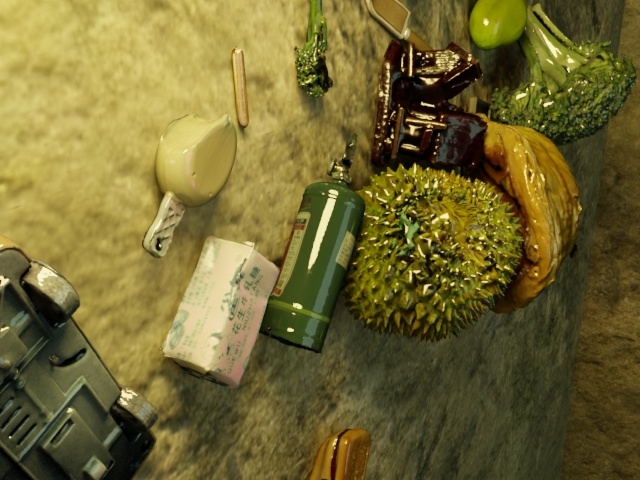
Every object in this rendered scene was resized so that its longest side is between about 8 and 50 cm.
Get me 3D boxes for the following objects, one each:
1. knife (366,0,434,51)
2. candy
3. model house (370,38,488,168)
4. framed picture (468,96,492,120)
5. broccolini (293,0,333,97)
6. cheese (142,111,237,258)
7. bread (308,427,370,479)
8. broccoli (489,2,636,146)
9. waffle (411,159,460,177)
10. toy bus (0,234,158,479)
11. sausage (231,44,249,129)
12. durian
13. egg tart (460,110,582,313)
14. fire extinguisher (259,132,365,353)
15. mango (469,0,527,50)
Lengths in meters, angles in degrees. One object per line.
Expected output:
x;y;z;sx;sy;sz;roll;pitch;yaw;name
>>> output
0.124;-0.340;1.302;0.256;0.022;0.046;18;94;-58;knife
-0.115;0.081;0.966;0.160;0.073;0.092;-71;156;-15;candy
0.179;-0.210;1.309;0.141;0.164;0.203;-22;119;-64;model house
0.317;-0.163;1.714;0.184;0.016;0.250;-14;111;-68;framed picture
-0.017;-0.308;1.053;0.057;0.071;0.254;-11;109;-16;broccolini
-0.144;-0.066;0.878;0.171;0.047;0.092;-57;145;-34;cheese
0.026;0.401;1.357;0.116;0.077;0.200;17;84;-61;bread
0.488;-0.327;1.801;0.375;0.302;0.249;-30;153;-30;broccoli
0.191;-0.030;1.505;0.317;0.073;0.297;-38;132;-55;waffle
-0.247;0.114;0.639;0.139;0.157;0.289;-55;147;-29;toy bus
-0.093;-0.176;0.965;0.015;0.015;0.100;-39;133;-51;sausage
0.148;0.013;1.233;0.224;0.291;0.291;46;60;-66;durian
0.329;-0.046;1.398;0.351;0.153;0.339;-133;-141;-76;egg tart
0.000;0.000;1.136;0.118;0.093;0.294;98;9;-78;fire extinguisher
0.343;-0.430;1.608;0.163;0.089;0.117;-31;127;-54;mango
